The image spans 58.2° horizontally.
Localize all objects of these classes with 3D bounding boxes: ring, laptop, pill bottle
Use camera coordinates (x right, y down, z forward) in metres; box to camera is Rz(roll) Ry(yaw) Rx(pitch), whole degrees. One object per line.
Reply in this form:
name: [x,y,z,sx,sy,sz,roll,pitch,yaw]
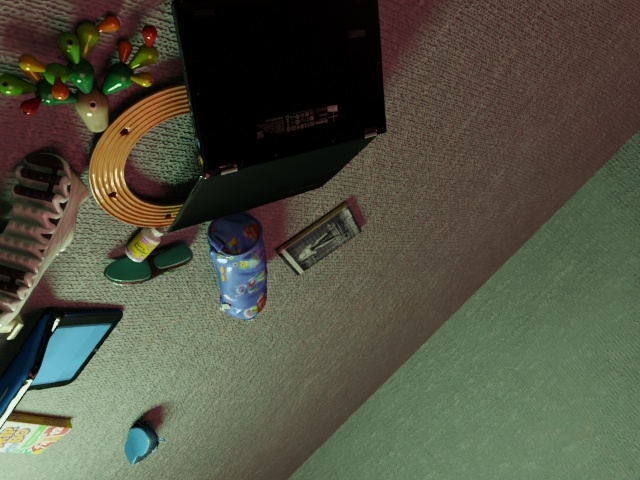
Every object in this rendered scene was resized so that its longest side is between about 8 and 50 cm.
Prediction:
ring: [-0.254,-0.151,1.055,0.337,0.032,0.336,-24,148,-16]
laptop: [-0.098,-0.228,1.052,0.382,0.236,0.407,-20,115,-32]
pill bottle: [-0.354,0.002,1.164,0.083,0.043,0.043,-44,149,16]

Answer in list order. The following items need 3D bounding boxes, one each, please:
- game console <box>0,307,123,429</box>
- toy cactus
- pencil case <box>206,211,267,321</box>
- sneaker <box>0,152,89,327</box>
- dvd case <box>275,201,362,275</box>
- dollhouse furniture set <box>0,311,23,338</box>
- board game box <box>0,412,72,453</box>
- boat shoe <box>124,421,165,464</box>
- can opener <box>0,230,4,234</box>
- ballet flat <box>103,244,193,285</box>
game console: [-0.582,0.297,1.251,0.173,0.250,0.293,28,117,-28]
toy cactus: [-0.331,-0.220,0.827,0.219,0.112,0.180,-31,161,-22]
pencil case: [-0.191,0.068,1.340,0.133,0.119,0.306,-38,153,-27]
sneaker: [-0.457,0.012,0.917,0.118,0.110,0.292,68,43,-73]
dvd case: [0.000,0.000,1.534,0.221,0.018,0.164,-35,151,0]
dollhouse furniture set: [-0.637,0.168,0.954,0.242,0.212,0.161,-46,148,22]
board game box: [-0.777,0.494,1.472,0.124,0.039,0.259,-37,147,4]
boat shoe: [-0.562,0.634,1.840,0.089,0.109,0.258,-18,164,-38]
can opener: [-0.534,-0.006,0.979,0.186,0.073,0.059,-12,-178,-28]
ballet flat: [-0.364,0.060,1.225,0.188,0.070,0.070,-13,144,-26]
